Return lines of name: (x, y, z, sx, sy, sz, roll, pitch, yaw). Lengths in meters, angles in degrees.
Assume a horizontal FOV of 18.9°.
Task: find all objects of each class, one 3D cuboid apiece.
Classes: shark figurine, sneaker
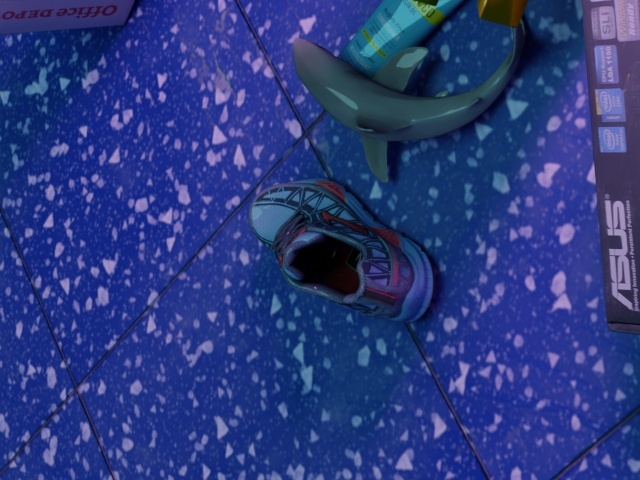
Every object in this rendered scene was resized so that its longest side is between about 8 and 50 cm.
shark figurine: (0.094, -0.138, 1.939, 0.278, 0.116, 0.166, -6, 100, 30)
sneaker: (0.000, 0.000, 2.023, 0.262, 0.125, 0.104, 28, 106, 42)

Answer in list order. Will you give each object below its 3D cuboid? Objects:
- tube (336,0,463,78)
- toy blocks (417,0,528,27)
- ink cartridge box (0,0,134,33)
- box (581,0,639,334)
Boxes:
tube: (0.080, -0.223, 2.018, 0.080, 0.052, 0.207, 50, 118, 15)
toy blocks: (0.079, -0.350, 1.826, 0.261, 0.381, 0.190, 41, 115, 52)
ink cartridge box: (-0.300, -0.393, 2.239, 0.129, 0.223, 0.307, 59, 139, 28)
box: (0.376, -0.111, 1.623, 0.318, 0.097, 0.394, 4, 102, 49)
